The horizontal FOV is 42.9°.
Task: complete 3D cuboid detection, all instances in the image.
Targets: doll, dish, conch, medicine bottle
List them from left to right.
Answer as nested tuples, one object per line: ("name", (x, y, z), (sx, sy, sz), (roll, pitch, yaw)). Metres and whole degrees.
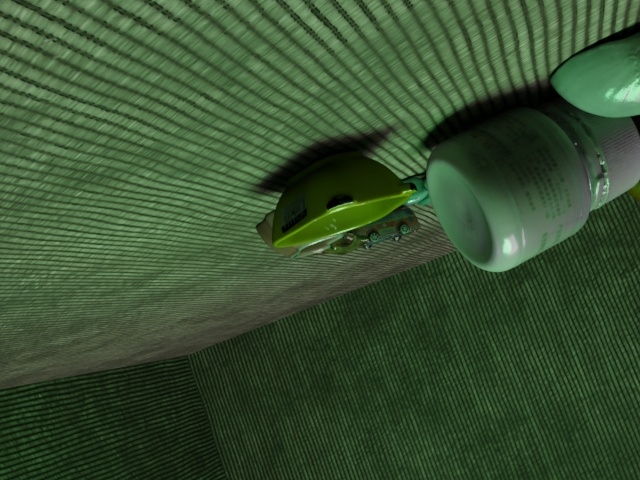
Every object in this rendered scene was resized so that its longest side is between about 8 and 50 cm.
("dish", (-0.018, -0.023, 1.672), (0.213, 0.090, 0.213), (-19, 170, -3))
("dish", (0.023, -0.079, 1.373), (0.221, 0.108, 0.262), (-15, 171, -30))
("doll", (0.247, -0.124, 1.749), (0.158, 0.059, 0.159), (-22, 170, 22))
("medicine bottle", (0.380, -0.118, 1.457), (0.324, 0.256, 0.256), (-28, 173, -13))
("conch", (0.480, -0.265, 1.302), (0.185, 0.121, 0.221), (26, 148, -35))

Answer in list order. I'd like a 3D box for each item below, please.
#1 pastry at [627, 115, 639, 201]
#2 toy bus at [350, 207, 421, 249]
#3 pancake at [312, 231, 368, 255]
("pastry", (0.706, -0.163, 1.692), (0.356, 0.356, 0.164), (-5, 130, -59))
("toy bus", (0.154, -0.031, 2.051), (0.192, 0.077, 0.065), (-14, 168, -21))
("pancake", (0.000, 0.000, 1.930), (0.211, 0.029, 0.235), (-16, 160, 31))
